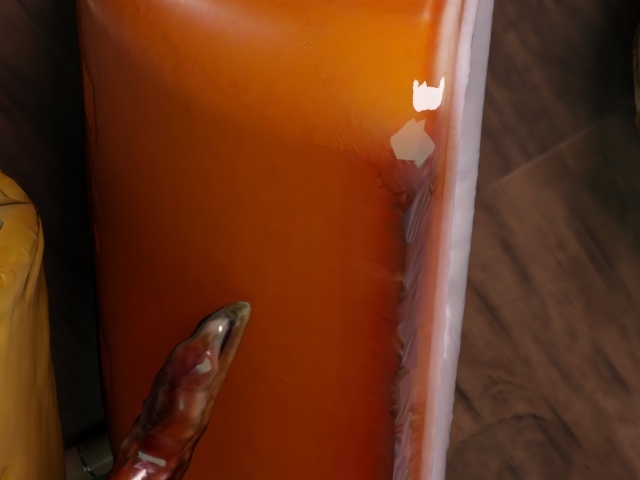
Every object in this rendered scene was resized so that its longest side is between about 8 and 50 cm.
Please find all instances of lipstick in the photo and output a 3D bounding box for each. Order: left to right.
[{"bbox_3d":[-0.106,0.101,0.708,0.094,0.019,0.019,-25,123,9],"label":"lipstick"}]

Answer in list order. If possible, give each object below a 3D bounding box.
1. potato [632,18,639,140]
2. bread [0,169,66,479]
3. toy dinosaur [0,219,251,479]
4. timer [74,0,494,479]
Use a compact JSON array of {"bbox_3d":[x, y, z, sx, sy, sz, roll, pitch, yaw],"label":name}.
[{"bbox_3d":[0.217,-0.077,0.573,0.200,0.137,0.154,-11,154,-1],"label":"potato"},{"bbox_3d":[-0.253,0.106,0.554,0.361,0.250,0.394,14,127,18],"label":"bread"},{"bbox_3d":[-0.070,0.132,0.381,0.206,0.113,0.327,-27,136,-45],"label":"toy dinosaur"},{"bbox_3d":[0.000,0.000,0.518,0.161,0.250,0.257,-2,123,-6],"label":"timer"}]
